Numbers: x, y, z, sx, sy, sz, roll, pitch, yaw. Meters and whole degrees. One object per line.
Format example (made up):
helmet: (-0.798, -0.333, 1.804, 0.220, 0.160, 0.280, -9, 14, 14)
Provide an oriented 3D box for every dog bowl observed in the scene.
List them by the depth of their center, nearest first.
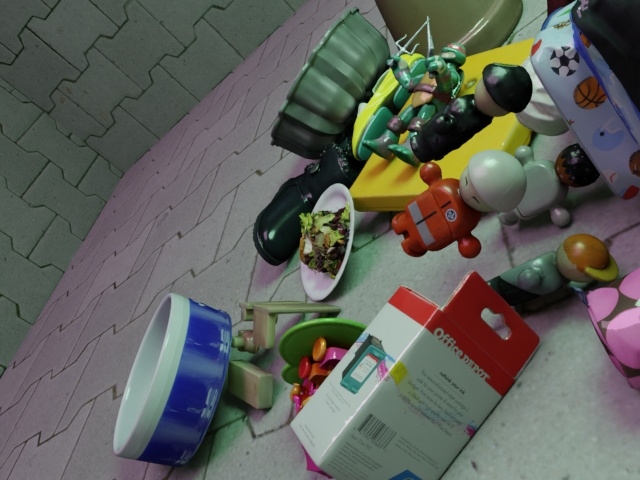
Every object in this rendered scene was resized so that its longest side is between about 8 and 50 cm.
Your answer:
dog bowl: (-0.244, 0.227, 0.939, 0.265, 0.104, 0.265, -51, 27, 39)

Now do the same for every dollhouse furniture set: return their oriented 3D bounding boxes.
dollhouse furniture set: (-0.061, 0.173, 0.904, 0.144, 0.123, 0.151, 2, 90, 58)

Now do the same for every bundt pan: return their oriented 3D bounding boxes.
bundt pan: (0.035, -0.304, 1.193, 0.331, 0.124, 0.331, -55, -2, -2)

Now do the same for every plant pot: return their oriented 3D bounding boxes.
plant pot: (0.217, -0.466, 1.109, 0.263, 0.229, 0.263, -37, 27, 23)

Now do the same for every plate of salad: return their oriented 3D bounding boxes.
plate of salad: (0.000, 0.000, 0.953, 0.200, 0.048, 0.200, -45, 38, 51)

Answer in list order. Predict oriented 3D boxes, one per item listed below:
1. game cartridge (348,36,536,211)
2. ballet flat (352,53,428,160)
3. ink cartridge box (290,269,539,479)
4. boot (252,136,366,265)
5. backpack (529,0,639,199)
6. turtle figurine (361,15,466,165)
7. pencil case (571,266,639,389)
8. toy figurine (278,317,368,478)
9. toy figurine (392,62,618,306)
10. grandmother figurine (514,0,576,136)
game cartridge: (0.214, -0.178, 0.901, 0.285, 0.052, 0.324, 4, 56, 55)
ballet flat: (0.116, -0.255, 1.075, 0.077, 0.077, 0.231, 33, 88, 37)
ink cartridge box: (0.098, 0.144, 0.576, 0.231, 0.134, 0.078, -50, 26, -4)
boot: (-0.015, -0.083, 1.100, 0.207, 0.094, 0.247, -32, 24, 38)
backpack: (0.342, -0.181, 0.531, 0.213, 0.277, 0.263, -12, 32, 51)
turtle figurine: (0.159, -0.233, 0.872, 0.234, 0.118, 0.175, -63, 15, -1)
pencil case: (0.317, 0.033, 0.443, 0.209, 0.095, 0.098, -31, 16, 28)
toy figurine: (0.003, 0.206, 0.690, 0.173, 0.130, 0.159, 125, 154, -43)
toy figurine: (0.199, -0.052, 0.598, 0.148, 0.209, 0.213, -37, 26, 47)
grandmother figurine: (0.322, -0.269, 0.718, 0.104, 0.208, 0.343, 1, 52, 42)
